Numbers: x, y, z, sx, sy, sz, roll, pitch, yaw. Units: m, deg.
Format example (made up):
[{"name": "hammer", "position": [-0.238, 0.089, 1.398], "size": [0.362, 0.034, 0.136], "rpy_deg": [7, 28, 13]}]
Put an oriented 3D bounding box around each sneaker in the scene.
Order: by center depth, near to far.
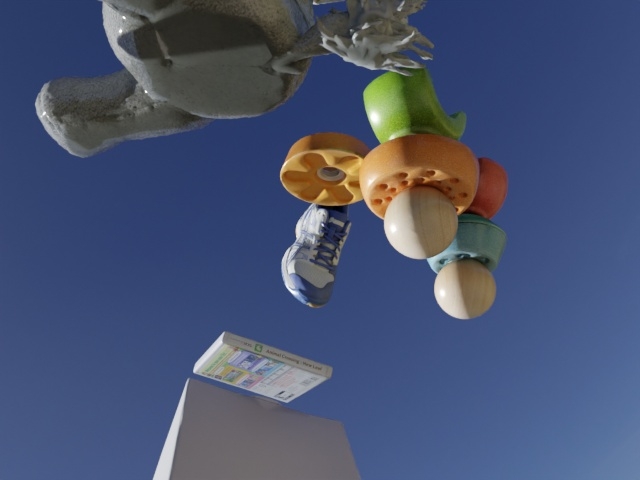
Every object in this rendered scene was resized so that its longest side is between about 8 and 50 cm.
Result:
[{"name": "sneaker", "position": [0.000, 0.000, 1.324], "size": [0.112, 0.296, 0.131], "rpy_deg": [24, -52, -17]}]

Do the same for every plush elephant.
[{"name": "plush elephant", "position": [-0.080, -0.240, 0.506], "size": [0.330, 0.255, 0.272], "rpy_deg": [0, -28, 6]}]

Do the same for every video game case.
[{"name": "video game case", "position": [-0.107, 0.226, 1.136], "size": [0.193, 0.023, 0.212], "rpy_deg": [21, -31, -14]}]

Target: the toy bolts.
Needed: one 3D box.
[{"name": "toy bolts", "position": [0.082, -0.015, 0.632], "size": [0.218, 0.158, 0.228], "rpy_deg": [-21, -37, 37]}]

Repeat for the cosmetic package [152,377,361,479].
[{"name": "cosmetic package", "position": [-0.070, 0.298, 0.647], "size": [0.217, 0.385, 0.156], "rpy_deg": [19, -85, -8]}]
